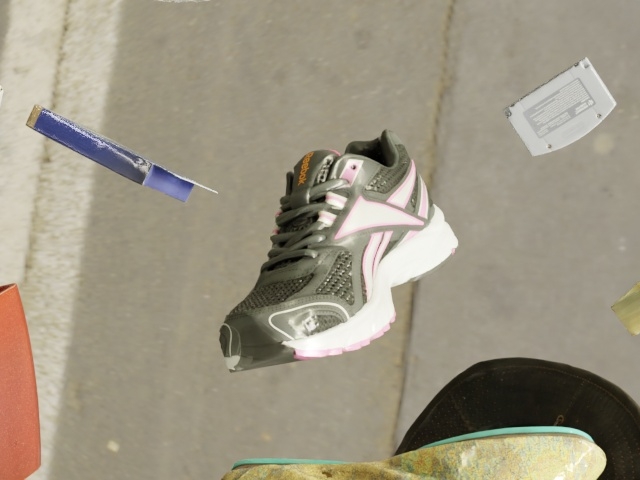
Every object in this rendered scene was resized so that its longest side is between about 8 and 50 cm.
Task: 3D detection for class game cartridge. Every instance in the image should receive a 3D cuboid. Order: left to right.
[{"bbox_3d":[0.203,-0.109,1.222,0.083,0.017,0.056,-32,93,19],"label":"game cartridge"}]

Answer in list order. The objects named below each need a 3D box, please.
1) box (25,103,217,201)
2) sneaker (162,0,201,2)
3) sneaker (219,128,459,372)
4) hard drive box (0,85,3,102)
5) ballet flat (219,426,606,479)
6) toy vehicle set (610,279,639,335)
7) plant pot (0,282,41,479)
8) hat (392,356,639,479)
[{"bbox_3d":[-0.252,-0.103,1.853,0.225,0.136,0.036,25,91,20],"label":"box"},{"bbox_3d":[-0.020,-0.213,0.449,0.105,0.115,0.281,3,113,-37],"label":"sneaker"},{"bbox_3d":[0.000,0.000,0.667,0.178,0.072,0.077,-42,114,-61],"label":"sneaker"},{"bbox_3d":[-0.391,-0.144,1.238,0.232,0.181,0.089,43,63,2],"label":"hard drive box"},{"bbox_3d":[0.071,0.238,1.234,0.349,0.123,0.123,-8,93,18],"label":"ballet flat"},{"bbox_3d":[0.401,-0.012,1.309,0.166,0.267,0.035,-34,87,-43],"label":"toy vehicle set"},{"bbox_3d":[-0.505,0.228,1.810,0.267,0.267,0.235,-37,110,-52],"label":"plant pot"},{"bbox_3d":[0.208,0.274,1.421,0.134,0.331,0.331,40,73,-37],"label":"hat"}]
